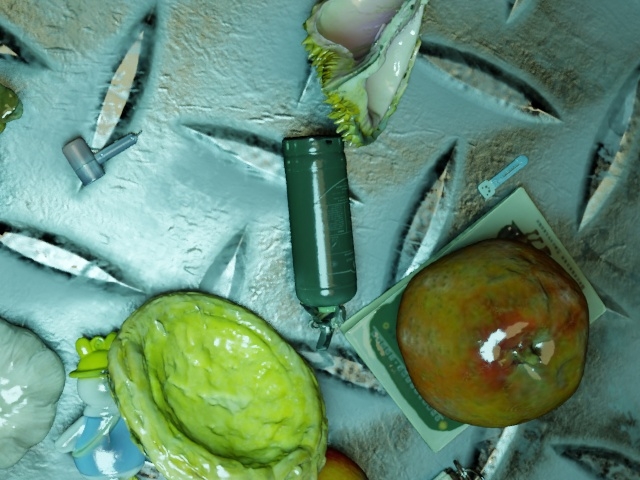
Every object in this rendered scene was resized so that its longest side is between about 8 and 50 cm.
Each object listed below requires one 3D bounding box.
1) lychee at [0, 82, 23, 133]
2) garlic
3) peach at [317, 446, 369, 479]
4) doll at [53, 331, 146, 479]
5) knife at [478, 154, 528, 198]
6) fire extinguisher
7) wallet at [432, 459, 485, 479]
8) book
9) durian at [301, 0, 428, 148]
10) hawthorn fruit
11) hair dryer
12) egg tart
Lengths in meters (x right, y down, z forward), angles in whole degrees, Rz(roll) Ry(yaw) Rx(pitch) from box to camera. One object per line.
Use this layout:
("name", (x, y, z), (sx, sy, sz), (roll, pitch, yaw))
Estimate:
("lychee", (-0.548, -0.089, 1.104), (0.269, 0.270, 0.320), (16, 51, -12))
("garlic", (-0.460, 0.214, 1.171), (0.218, 0.212, 0.219), (0, 89, -10))
("peach", (-0.021, 0.423, 1.281), (0.243, 0.199, 0.244), (2, 86, -25))
("doll", (-0.308, 0.254, 1.262), (0.135, 0.099, 0.241), (-4, 95, 12))
("knife", (0.293, -0.103, 1.388), (0.096, 0.010, 0.027), (-39, 101, -6))
("fire extinguisher", (0.000, 0.000, 1.292), (0.095, 0.114, 0.311), (-3, 98, 15))
("wallet", (0.197, 0.549, 1.401), (0.274, 0.068, 0.335), (-32, 102, -9))
("book", (0.249, 0.125, 1.386), (0.371, 0.043, 0.260), (-39, 102, -6))
("durian", (0.071, -0.244, 1.253), (0.196, 0.185, 0.305), (63, 40, -44))
("hawthorn fruit", (0.255, 0.139, 1.217), (0.276, 0.298, 0.277), (-1, 94, -10))
("hair dryer", (-0.308, -0.133, 1.260), (0.114, 0.037, 0.063), (-32, 99, -14))
("egg tart", (-0.150, 0.233, 1.213), (0.345, 0.345, 0.132), (29, 122, -12))
